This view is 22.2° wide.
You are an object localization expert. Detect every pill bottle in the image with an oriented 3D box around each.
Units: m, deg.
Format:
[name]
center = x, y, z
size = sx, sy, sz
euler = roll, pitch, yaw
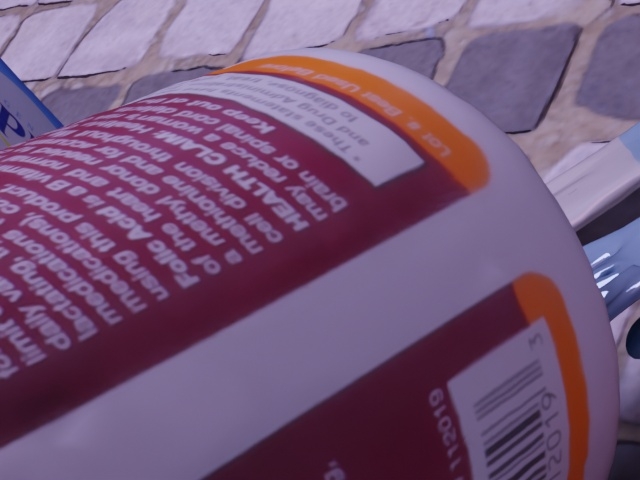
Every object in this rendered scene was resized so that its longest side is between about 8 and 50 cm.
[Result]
[pill bottle]
center = -0.102, 0.094, 0.482
size = 0.224, 0.224, 0.392
euler = 1, 19, 42

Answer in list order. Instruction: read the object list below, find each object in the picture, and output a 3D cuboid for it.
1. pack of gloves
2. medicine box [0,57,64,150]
[pack of gloves]
center = 0.164, -0.022, 0.649
size = 0.232, 0.046, 0.195
euler = -34, 10, 8
[medicine box]
center = -0.224, 0.089, 0.794
size = 0.263, 0.149, 0.289
euler = -29, 38, 14
